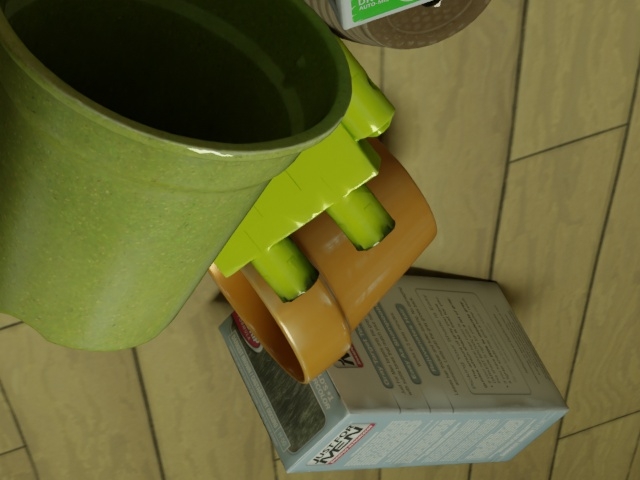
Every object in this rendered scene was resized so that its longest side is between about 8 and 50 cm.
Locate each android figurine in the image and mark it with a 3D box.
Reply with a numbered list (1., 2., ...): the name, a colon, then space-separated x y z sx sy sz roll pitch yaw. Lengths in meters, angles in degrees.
1. android figurine: -0.066 -0.081 1.375 0.248 0.056 0.273 -33 106 17

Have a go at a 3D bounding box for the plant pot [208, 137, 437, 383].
1. plant pot: 0.000 0.000 1.559 0.188 0.205 0.205 -36 150 -11

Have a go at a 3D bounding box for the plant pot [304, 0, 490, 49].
1. plant pot: 0.069 -0.233 1.321 0.237 0.109 0.237 -16 147 -11

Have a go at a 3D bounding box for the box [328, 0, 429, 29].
1. box: 0.011 -0.311 1.023 0.127 0.262 0.231 -20 147 -9

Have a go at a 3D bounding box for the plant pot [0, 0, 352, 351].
1. plant pot: -0.151 -0.063 1.238 0.276 0.276 0.254 0 134 -33

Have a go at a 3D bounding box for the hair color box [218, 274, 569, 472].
1. hair color box: 0.087 0.141 1.786 0.374 0.185 0.113 6 138 -47
